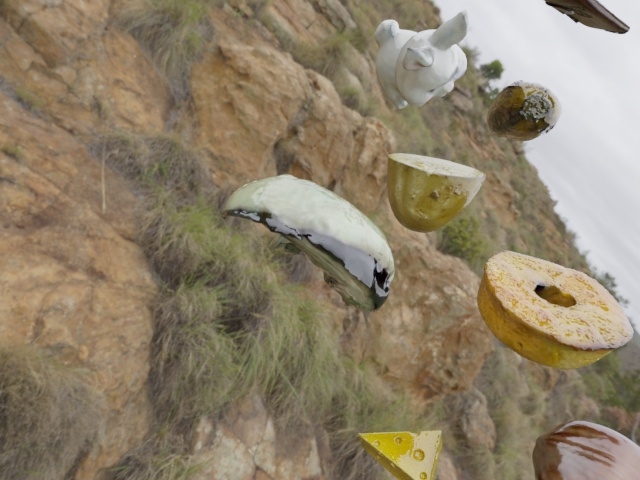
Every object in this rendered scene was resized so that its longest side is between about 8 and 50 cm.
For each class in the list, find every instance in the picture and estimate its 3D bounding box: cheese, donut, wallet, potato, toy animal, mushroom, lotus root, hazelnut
[{"bbox_3d":[0.168,0.465,1.016,0.093,0.171,0.126,71,37,-48],"label":"cheese"},{"bbox_3d":[0.470,0.147,0.964,0.302,0.110,0.303,11,35,-8],"label":"donut"},{"bbox_3d":[0.616,-0.558,1.102,0.255,0.031,0.137,11,19,-31],"label":"wallet"},{"bbox_3d":[0.227,-0.092,0.976,0.203,0.158,0.178,-6,27,-29],"label":"potato"},{"bbox_3d":[0.261,-0.490,1.228,0.241,0.196,0.367,49,3,-19],"label":"toy animal"},{"bbox_3d":[0.000,-0.002,0.796,0.344,0.130,0.247,38,-13,-28],"label":"mushroom"},{"bbox_3d":[0.656,-0.414,1.512,0.195,0.179,0.397,32,14,2],"label":"lotus root"},{"bbox_3d":[0.487,0.440,0.828,0.210,0.210,0.186,-91,157,-61],"label":"hazelnut"}]
